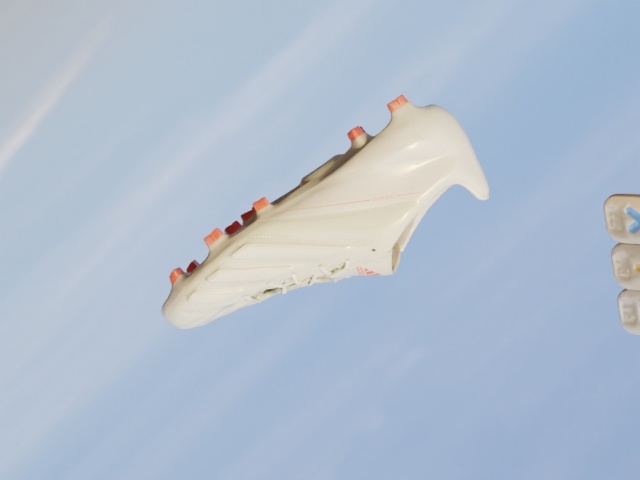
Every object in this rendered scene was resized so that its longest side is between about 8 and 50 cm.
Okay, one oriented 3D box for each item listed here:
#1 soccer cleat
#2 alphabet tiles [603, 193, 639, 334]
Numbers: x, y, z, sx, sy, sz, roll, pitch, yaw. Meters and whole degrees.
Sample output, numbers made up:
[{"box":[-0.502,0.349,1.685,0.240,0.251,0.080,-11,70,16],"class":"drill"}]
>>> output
[{"box":[0.000,0.000,0.786,0.196,0.076,0.068,-36,179,11],"class":"soccer cleat"},{"box":[0.425,0.036,1.481,0.278,0.284,0.021,5,-151,36],"class":"alphabet tiles"}]
